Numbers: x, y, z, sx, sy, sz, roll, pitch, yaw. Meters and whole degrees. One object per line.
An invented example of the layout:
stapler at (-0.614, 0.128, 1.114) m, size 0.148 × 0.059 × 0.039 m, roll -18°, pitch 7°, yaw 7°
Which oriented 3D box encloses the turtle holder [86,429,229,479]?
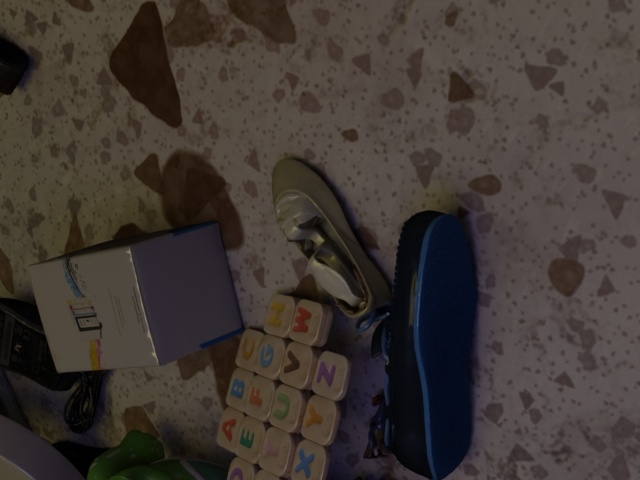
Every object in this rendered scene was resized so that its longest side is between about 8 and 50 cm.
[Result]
turtle holder at (-0.206, 0.423, 1.631) m, size 0.320 × 0.227 × 0.243 m, roll 8°, pitch 100°, yaw 44°

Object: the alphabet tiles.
alphabet tiles at (-0.057, 0.213, 1.492) m, size 0.278 × 0.021 × 0.284 m, roll 9°, pitch 85°, yaw 59°

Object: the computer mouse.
computer mouse at (-0.456, 0.181, 1.879) m, size 0.272 × 0.072 × 0.189 m, roll 28°, pitch 118°, yaw 16°

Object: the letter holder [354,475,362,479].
letter holder at (0.057, 0.466, 1.510) m, size 0.152 × 0.214 × 0.302 m, roll -3°, pitch 103°, yaw 7°

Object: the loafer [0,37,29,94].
loafer at (-0.553, -0.298, 1.799) m, size 0.220 × 0.080 × 0.078 m, roll 37°, pitch 123°, yaw 25°

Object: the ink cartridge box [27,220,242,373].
ink cartridge box at (-0.264, 0.082, 1.620) m, size 0.232 × 0.171 × 0.168 m, roll -9°, pitch 98°, yaw 41°

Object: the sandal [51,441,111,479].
sandal at (-0.411, 0.386, 1.906) m, size 0.254 × 0.054 × 0.097 m, roll -15°, pitch 94°, yaw 41°

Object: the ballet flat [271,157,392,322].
ballet flat at (0.000, 0.000, 1.441) m, size 0.248 × 0.086 × 0.086 m, roll 53°, pitch 129°, yaw 14°

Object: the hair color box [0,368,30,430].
hair color box at (-0.700, 0.337, 2.089) m, size 0.374 × 0.113 × 0.185 m, roll -29°, pitch 85°, yaw 40°

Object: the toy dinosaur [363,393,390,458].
toy dinosaur at (0.070, 0.243, 1.487) m, size 0.090 × 0.047 × 0.082 m, roll -17°, pitch 74°, yaw 51°

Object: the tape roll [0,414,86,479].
tape roll at (-0.545, 0.430, 1.914) m, size 0.392 × 0.072 × 0.392 m, roll 14°, pitch 133°, yaw 15°

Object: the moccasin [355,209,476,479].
moccasin at (0.104, 0.128, 1.361) m, size 0.116 × 0.137 × 0.342 m, roll 15°, pitch 112°, yaw 40°
